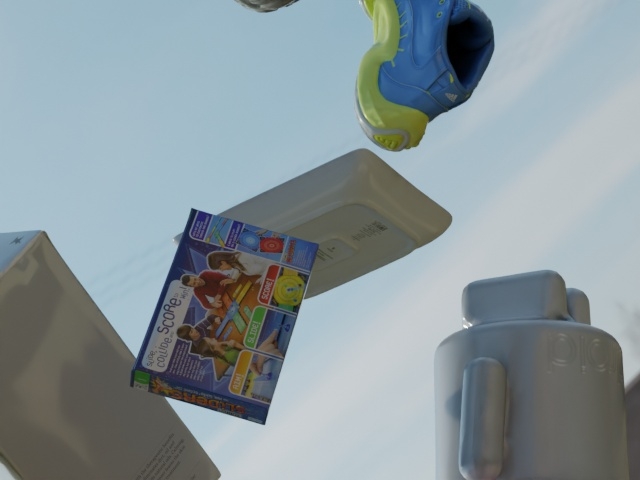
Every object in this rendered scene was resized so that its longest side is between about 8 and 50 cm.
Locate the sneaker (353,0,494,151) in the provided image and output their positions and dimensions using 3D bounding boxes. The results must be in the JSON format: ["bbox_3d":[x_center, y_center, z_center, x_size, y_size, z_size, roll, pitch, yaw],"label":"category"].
[{"bbox_3d":[0.099,-0.189,1.371,0.126,0.240,0.091,-24,-40,37],"label":"sneaker"}]

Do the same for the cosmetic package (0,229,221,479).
[{"bbox_3d":[-0.295,0.187,1.737,0.155,0.365,0.197,-3,37,49],"label":"cosmetic package"}]

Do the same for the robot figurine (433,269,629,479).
[{"bbox_3d":[0.218,0.214,1.676,0.199,0.353,0.300,-11,-22,31],"label":"robot figurine"}]

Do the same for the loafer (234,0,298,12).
[{"bbox_3d":[-0.101,-0.295,1.070,0.112,0.319,0.111,-49,10,-26],"label":"loafer"}]

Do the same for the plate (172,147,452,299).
[{"bbox_3d":[0.000,0.000,2.016,0.278,0.045,0.277,-25,-28,19],"label":"plate"}]

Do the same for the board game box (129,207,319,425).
[{"bbox_3d":[-0.091,0.071,1.567,0.035,0.136,0.201,104,-177,-54],"label":"board game box"}]
